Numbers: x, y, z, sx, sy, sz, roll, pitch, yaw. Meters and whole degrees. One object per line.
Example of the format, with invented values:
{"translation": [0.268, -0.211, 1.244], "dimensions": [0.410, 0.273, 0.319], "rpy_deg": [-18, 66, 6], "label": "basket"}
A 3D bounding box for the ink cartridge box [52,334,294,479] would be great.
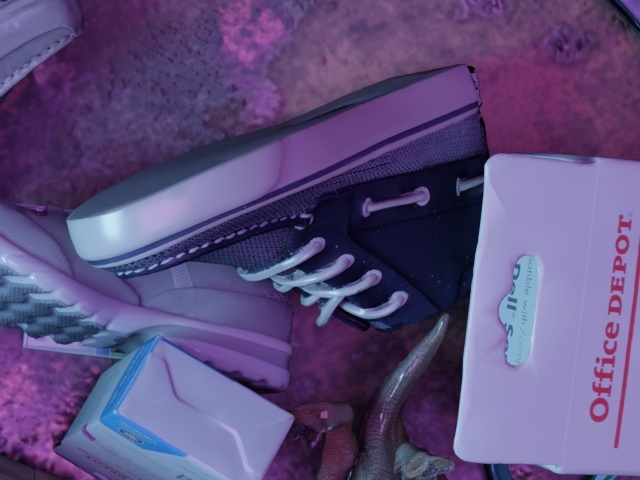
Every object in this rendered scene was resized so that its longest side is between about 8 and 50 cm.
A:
{"translation": [-0.102, 0.128, 1.145], "dimensions": [0.104, 0.181, 0.062], "rpy_deg": [33, 67, -11], "label": "ink cartridge box"}

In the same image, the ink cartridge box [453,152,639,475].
{"translation": [0.231, 0.050, 1.173], "dimensions": [0.353, 0.119, 0.207], "rpy_deg": [6, 93, -23], "label": "ink cartridge box"}

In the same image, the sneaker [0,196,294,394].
{"translation": [-0.136, 0.013, 1.146], "dimensions": [0.281, 0.105, 0.115], "rpy_deg": [25, 68, -33], "label": "sneaker"}

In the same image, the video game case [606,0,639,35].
{"translation": [0.252, -0.264, 1.252], "dimensions": [0.274, 0.026, 0.196], "rpy_deg": [45, 84, -3], "label": "video game case"}

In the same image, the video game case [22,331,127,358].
{"translation": [-0.140, 0.038, 1.206], "dimensions": [0.122, 0.011, 0.087], "rpy_deg": [7, 91, -11], "label": "video game case"}

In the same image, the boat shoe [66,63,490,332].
{"translation": [0.000, 0.000, 1.120], "dimensions": [0.340, 0.127, 0.158], "rpy_deg": [-24, 101, -39], "label": "boat shoe"}

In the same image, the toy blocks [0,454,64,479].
{"translation": [-0.272, 0.201, 1.032], "dimensions": [0.381, 0.261, 0.191], "rpy_deg": [27, 105, -21], "label": "toy blocks"}

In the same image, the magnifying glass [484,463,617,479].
{"translation": [0.230, 0.134, 1.278], "dimensions": [0.231, 0.026, 0.092], "rpy_deg": [-18, 96, -11], "label": "magnifying glass"}

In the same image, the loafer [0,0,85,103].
{"translation": [-0.276, -0.051, 1.131], "dimensions": [0.319, 0.112, 0.111], "rpy_deg": [-37, 104, 0], "label": "loafer"}

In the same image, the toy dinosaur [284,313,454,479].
{"translation": [0.050, 0.204, 1.180], "dimensions": [0.127, 0.200, 0.296], "rpy_deg": [-2, 78, 17], "label": "toy dinosaur"}
